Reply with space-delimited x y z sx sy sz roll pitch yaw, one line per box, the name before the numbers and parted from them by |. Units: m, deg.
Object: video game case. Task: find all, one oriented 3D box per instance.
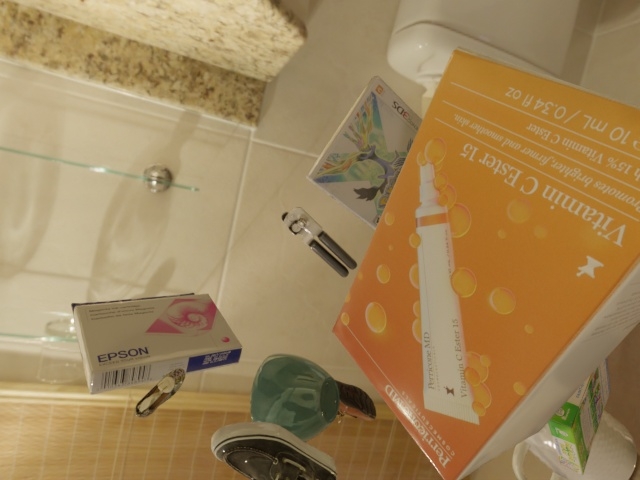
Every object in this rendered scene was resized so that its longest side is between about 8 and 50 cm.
video game case | 0.165 -0.222 1.104 0.300 0.328 0.036 35 178 -25

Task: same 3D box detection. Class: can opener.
can opener | 0.000 0.000 1.239 0.280 0.074 0.093 43 -171 -13

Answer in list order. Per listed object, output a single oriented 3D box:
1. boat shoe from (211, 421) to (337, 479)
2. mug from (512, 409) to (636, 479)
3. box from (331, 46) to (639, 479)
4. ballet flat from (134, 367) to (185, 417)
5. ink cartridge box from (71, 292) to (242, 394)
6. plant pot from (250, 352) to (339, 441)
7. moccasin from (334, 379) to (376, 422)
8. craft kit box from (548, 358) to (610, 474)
boat shoe | -0.082 0.497 0.861 0.335 0.121 0.119 33 -160 -25
mug | 0.807 0.687 1.367 0.328 0.374 0.276 37 172 -10
box | 0.182 0.027 0.403 0.169 0.344 0.215 -3 -145 -36
ballet flat | -0.311 0.296 0.773 0.041 0.114 0.041 40 163 15
ink cartridge box | -0.408 0.206 0.981 0.325 0.071 0.330 -1 -152 -39
plant pot | -0.055 0.504 1.266 0.196 0.289 0.290 -10 175 27
moccasin | 0.105 0.757 1.864 0.380 0.147 0.139 29 -148 -28
craft kit box | 0.631 0.393 0.962 0.061 0.246 0.249 8 139 45
